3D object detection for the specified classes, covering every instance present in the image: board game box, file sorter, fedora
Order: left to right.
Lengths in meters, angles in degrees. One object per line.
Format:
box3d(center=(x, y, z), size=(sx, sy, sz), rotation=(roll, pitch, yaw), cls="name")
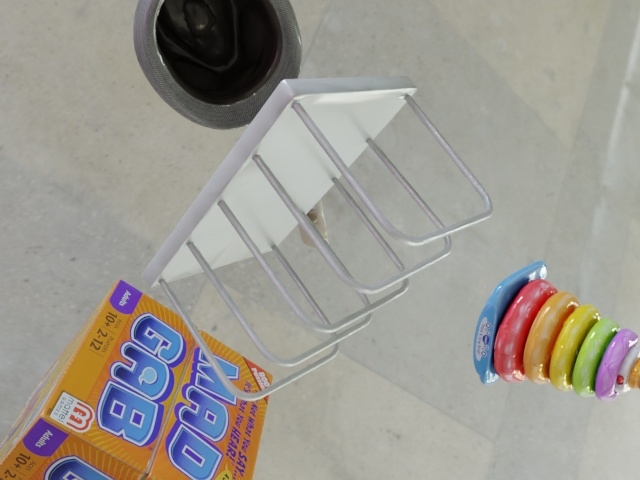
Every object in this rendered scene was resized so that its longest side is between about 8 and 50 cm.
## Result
box3d(center=(-0.350, 0.369, 1.272), size=(0.356, 0.356, 0.356), rotation=(35, 28, -15), cls="board game box")
box3d(center=(-0.168, -0.318, 1.091), size=(0.244, 0.124, 0.275), rotation=(-42, 132, 2), cls="fedora")
box3d(center=(0.000, 0.000, 0.693), size=(0.193, 0.277, 0.173), rotation=(-19, 67, -50), cls="file sorter")

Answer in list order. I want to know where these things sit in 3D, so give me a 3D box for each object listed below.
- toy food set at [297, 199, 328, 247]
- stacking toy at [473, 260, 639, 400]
box3d(center=(-0.030, -0.164, 1.534), size=(0.219, 0.092, 0.306), rotation=(79, -1, -48), cls="toy food set")
box3d(center=(0.382, 0.162, 0.992), size=(0.166, 0.302, 0.175), rotation=(-21, 123, -44), cls="stacking toy")
